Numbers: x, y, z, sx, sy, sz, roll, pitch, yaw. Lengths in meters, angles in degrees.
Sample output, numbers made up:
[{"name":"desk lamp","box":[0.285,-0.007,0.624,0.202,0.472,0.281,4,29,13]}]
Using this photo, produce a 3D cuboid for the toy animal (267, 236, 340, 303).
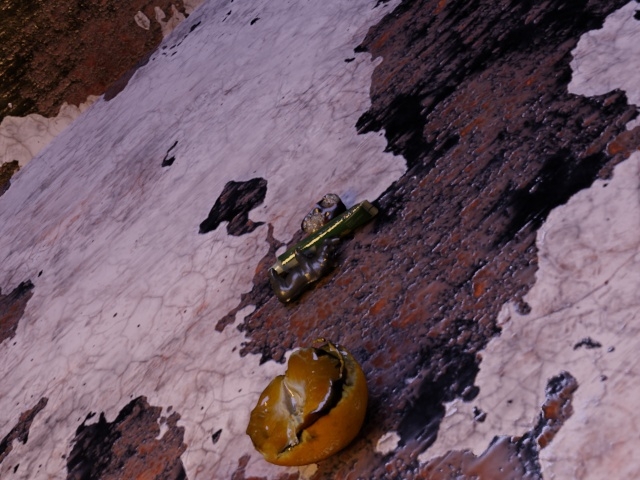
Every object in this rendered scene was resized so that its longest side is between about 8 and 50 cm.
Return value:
[{"name":"toy animal","box":[-0.019,0.043,1.144,0.136,0.047,0.065,-38,40,2]}]

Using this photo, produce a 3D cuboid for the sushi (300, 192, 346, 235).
[{"name":"sushi","box":[0.011,-0.035,1.215,0.046,0.044,0.083,36,81,33]}]

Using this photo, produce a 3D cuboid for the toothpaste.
[{"name":"toothpaste","box":[0.000,0.000,1.177,0.204,0.049,0.031,-34,55,15]}]

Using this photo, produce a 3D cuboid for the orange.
[{"name":"orange","box":[-0.007,0.203,0.900,0.160,0.112,0.170,-65,16,-14]}]
